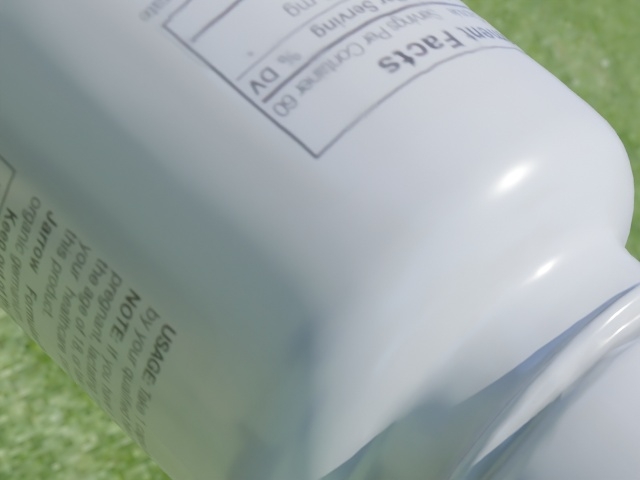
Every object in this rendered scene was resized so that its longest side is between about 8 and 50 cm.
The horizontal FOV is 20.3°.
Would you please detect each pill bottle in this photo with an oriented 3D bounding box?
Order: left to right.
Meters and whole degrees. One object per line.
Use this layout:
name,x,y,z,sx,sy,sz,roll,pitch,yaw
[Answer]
pill bottle,0.000,0.000,0.429,0.229,0.131,0.131,42,7,21
